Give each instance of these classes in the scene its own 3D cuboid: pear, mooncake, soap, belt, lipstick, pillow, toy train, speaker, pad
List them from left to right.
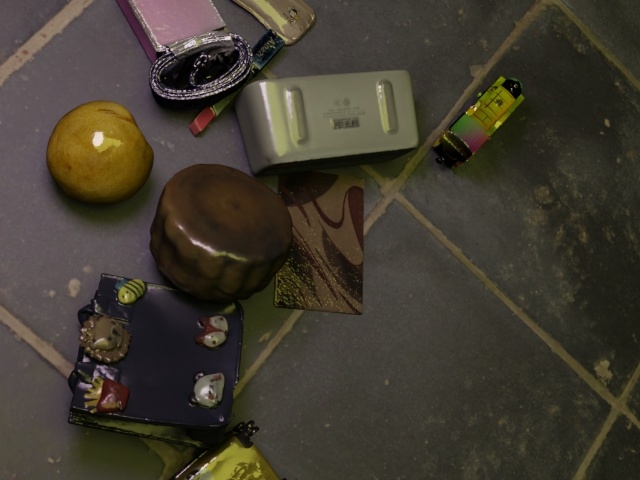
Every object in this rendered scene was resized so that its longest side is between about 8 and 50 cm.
[{"bbox_3d":[-0.445,-0.170,1.737,0.208,0.209,0.209,5,76,-21],"label":"pear"},{"bbox_3d":[-0.353,-0.542,1.922,0.181,0.081,0.259,-31,89,-24],"label":"soap"},{"bbox_3d":[-0.257,-0.364,1.872,0.230,0.126,0.140,-21,88,-8],"label":"belt"},{"bbox_3d":[-0.202,-0.009,1.770,0.290,0.161,0.290,16,41,-14],"label":"mooncake"},{"bbox_3d":[-0.194,-0.357,1.962,0.051,0.051,0.312,42,67,-8],"label":"lipstick"},{"bbox_3d":[-0.124,-0.568,2.045,0.232,0.038,0.131,40,70,-12],"label":"pillow"},{"bbox_3d":[0.000,0.000,1.984,0.219,0.004,0.331,6,76,-21],"label":"pad"},{"bbox_3d":[0.021,-0.266,1.961,0.406,0.183,0.184,-9,86,-24],"label":"speaker"},{"bbox_3d":[0.395,-0.296,2.131,0.100,0.160,0.296,44,66,0],"label":"toy train"}]

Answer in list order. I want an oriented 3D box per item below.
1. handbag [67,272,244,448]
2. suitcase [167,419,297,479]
[{"bbox_3d":[-0.319,0.229,1.688,0.329,0.122,0.304,15,50,-15],"label":"handbag"},{"bbox_3d":[-0.185,0.499,1.720,0.235,0.143,0.194,-38,94,-26],"label":"suitcase"}]
